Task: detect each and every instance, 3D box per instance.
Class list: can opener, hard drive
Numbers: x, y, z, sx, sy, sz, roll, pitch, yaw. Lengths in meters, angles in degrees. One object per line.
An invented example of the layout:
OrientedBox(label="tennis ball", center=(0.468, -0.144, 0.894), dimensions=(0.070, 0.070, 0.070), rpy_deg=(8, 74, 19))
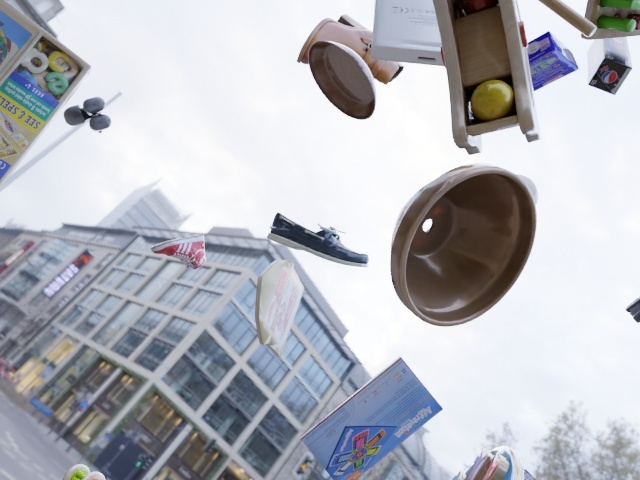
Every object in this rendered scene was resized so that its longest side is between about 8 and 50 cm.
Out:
OrientedBox(label="can opener", center=(-0.531, -0.276, 1.330), dimensions=(0.283, 0.095, 0.076), rpy_deg=(-156, -131, -67))
OrientedBox(label="hard drive", center=(0.205, -0.468, 1.120), dimensions=(0.202, 0.308, 0.040), rpy_deg=(6, -25, 0))

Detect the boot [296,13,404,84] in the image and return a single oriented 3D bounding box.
OrientedBox(label="boot", center=(0.082, -0.463, 1.506), dimensions=(0.220, 0.283, 0.109), rpy_deg=(42, -50, 4))

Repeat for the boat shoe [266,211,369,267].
OrientedBox(label="boat shoe", center=(0.000, 0.000, 1.377), dimensions=(0.254, 0.079, 0.095), rpy_deg=(18, -3, 17))

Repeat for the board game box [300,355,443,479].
OrientedBox(label="board game box", center=(0.110, 0.394, 1.269), dimensions=(0.145, 0.281, 0.027), rpy_deg=(51, 2, 2))

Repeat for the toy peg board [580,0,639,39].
OrientedBox(label="toy peg board", center=(0.546, -0.425, 0.995), dimensions=(0.079, 0.160, 0.161), rpy_deg=(-132, -143, -55))

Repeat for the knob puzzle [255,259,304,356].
OrientedBox(label="knob puzzle", center=(-0.098, 0.123, 1.209), dimensions=(0.030, 0.213, 0.213), rpy_deg=(7, -38, 22))

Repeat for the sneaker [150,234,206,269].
OrientedBox(label="sneaker", center=(-0.268, 0.029, 1.127), dimensions=(0.042, 0.118, 0.067), rpy_deg=(-5, -84, 42))

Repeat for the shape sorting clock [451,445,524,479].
OrientedBox(label="shape sorting clock", center=(0.082, 0.237, 0.420), dimensions=(0.040, 0.206, 0.206), rpy_deg=(37, -26, 11))

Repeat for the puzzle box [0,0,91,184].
OrientedBox(label="puzzle box", center=(-0.626, -0.306, 0.942), dimensions=(0.409, 0.272, 0.052), rpy_deg=(36, -11, -22))

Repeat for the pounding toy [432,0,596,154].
OrientedBox(label="pounding toy", center=(0.203, -0.228, 0.611), dimensions=(0.154, 0.270, 0.154), rpy_deg=(-10, -23, 24))

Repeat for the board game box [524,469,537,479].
OrientedBox(label="board game box", center=(0.378, 0.524, 0.876), dimensions=(0.347, 0.208, 0.056), rpy_deg=(39, -44, 36))

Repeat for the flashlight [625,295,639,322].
OrientedBox(label="flashlight", center=(0.787, 0.072, 1.229), dimensions=(0.103, 0.304, 0.103), rpy_deg=(33, 22, -30))

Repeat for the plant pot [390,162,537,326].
OrientedBox(label="plant pot", center=(0.183, -0.006, 0.839), dimensions=(0.109, 0.237, 0.237), rpy_deg=(41, -16, 53))

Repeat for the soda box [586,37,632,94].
OrientedBox(label="soda box", center=(0.538, -0.338, 1.097), dimensions=(0.053, 0.169, 0.060), rpy_deg=(23, -47, 6))

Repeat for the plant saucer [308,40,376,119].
OrientedBox(label="plant saucer", center=(0.055, -0.353, 1.274), dimensions=(0.198, 0.036, 0.199), rpy_deg=(41, -20, 18))

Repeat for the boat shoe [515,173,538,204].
OrientedBox(label="boat shoe", center=(0.357, -0.082, 1.098), dimensions=(0.063, 0.066, 0.184), rpy_deg=(52, -1, -21))

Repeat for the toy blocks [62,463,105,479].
OrientedBox(label="toy blocks", center=(-0.398, 0.452, 0.981), dimensions=(0.148, 0.123, 0.054), rpy_deg=(5, -46, 39))

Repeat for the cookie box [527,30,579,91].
OrientedBox(label="cookie box", center=(0.378, -0.305, 1.012), dimensions=(0.091, 0.040, 0.107), rpy_deg=(-24, -21, 38))
